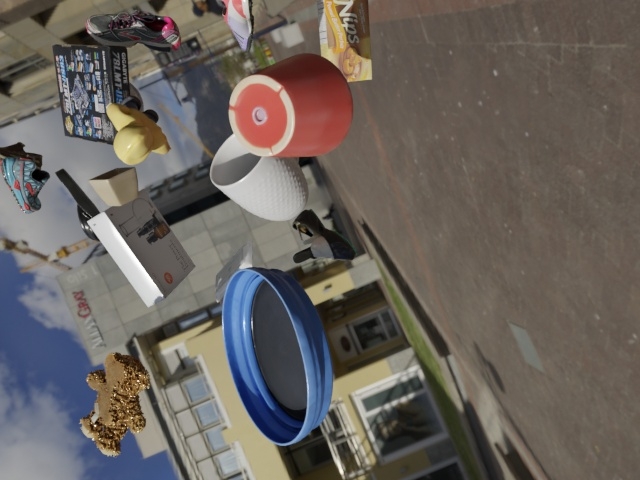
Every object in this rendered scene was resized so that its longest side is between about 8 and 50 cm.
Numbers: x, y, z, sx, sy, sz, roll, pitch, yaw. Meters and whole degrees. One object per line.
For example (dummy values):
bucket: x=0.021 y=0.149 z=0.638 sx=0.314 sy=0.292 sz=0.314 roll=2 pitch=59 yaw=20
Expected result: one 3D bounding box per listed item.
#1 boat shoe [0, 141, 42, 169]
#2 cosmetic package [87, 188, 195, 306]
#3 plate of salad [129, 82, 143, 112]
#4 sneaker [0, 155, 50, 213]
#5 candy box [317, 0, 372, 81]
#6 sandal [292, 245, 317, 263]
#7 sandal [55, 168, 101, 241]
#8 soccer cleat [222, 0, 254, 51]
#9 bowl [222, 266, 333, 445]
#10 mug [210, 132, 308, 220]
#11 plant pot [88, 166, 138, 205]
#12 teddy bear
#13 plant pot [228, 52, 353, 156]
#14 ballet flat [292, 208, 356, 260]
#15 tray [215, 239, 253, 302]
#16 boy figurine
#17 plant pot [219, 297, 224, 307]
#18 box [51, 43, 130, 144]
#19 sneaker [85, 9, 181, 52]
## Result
boat shoe: x=-1.194 y=-0.342 z=2.001 sx=0.257 sy=0.095 sz=0.095 roll=36 pitch=-107 yaw=-76
cosmetic package: x=-0.661 y=0.021 z=1.946 sx=0.377 sy=0.097 sz=0.284 roll=59 pitch=-158 yaw=-15
plate of salad: x=-0.725 y=-0.473 z=1.805 sx=0.200 sy=0.199 sz=0.048 roll=66 pitch=172 yaw=-19
sneaker: x=-0.969 y=-0.183 z=1.728 sx=0.104 sy=0.125 sz=0.262 roll=64 pitch=159 yaw=23
candy box: x=0.096 y=-0.782 z=2.003 sx=0.087 sy=0.182 sz=0.316 roll=-145 pitch=46 yaw=-63
sandal: x=-0.012 y=0.042 z=1.836 sx=0.040 sy=0.179 sz=0.067 roll=51 pitch=161 yaw=39
sandal: x=-1.058 y=-0.115 z=2.323 sx=0.446 sy=0.107 sz=0.167 roll=58 pitch=165 yaw=-22
soccer cleat: x=-0.315 y=-0.845 z=1.966 sx=0.318 sy=0.116 sz=0.109 roll=111 pitch=161 yaw=-76
bowl: x=-0.104 y=0.247 z=1.144 sx=0.391 sy=0.077 sz=0.391 roll=20 pitch=115 yaw=52
mug: x=-0.188 y=-0.270 z=1.954 sx=0.328 sy=0.276 sz=0.374 roll=41 pitch=-121 yaw=-44
plant pot: x=-0.635 y=-0.166 z=1.611 sx=0.109 sy=0.109 sz=0.096 roll=-40 pitch=-56 yaw=-44
teddy bear: x=-0.628 y=0.500 z=1.587 sx=0.113 sy=0.245 sz=0.338 roll=5 pitch=-83 yaw=-59
plant pot: x=-0.087 y=-0.333 z=1.320 sx=0.243 sy=0.275 sz=0.275 roll=-33 pitch=-78 yaw=-54
ballet flat: x=0.000 y=0.000 z=1.576 sx=0.280 sy=0.096 sz=0.095 roll=42 pitch=158 yaw=48
tray: x=-0.358 y=0.122 z=2.077 sx=0.030 sy=0.270 sz=0.145 roll=24 pitch=-142 yaw=-31
boy figurine: x=-0.438 y=-0.261 z=1.245 sx=0.177 sy=0.092 sz=0.285 roll=37 pitch=-167 yaw=-33
plant pot: x=-0.335 y=0.267 z=2.226 sx=0.230 sy=0.215 sz=0.215 roll=14 pitch=138 yaw=46
box: x=-0.719 y=-0.462 z=1.625 sx=0.073 sy=0.293 sz=0.296 roll=-23 pitch=-59 yaw=-51
sneaker: x=-0.616 y=-0.708 z=1.691 sx=0.112 sy=0.299 sz=0.121 roll=116 pitch=155 yaw=-74
